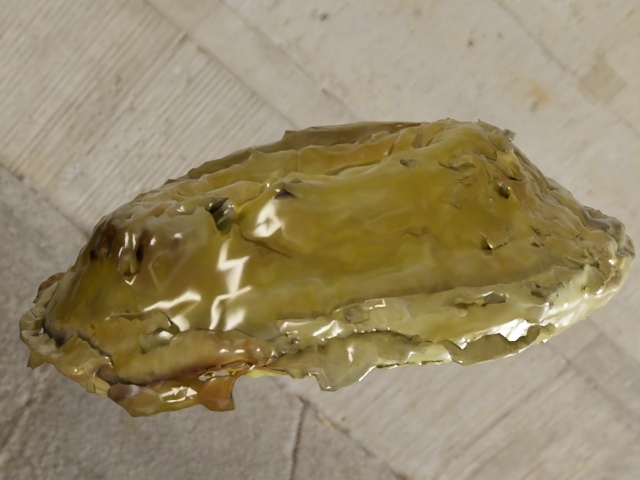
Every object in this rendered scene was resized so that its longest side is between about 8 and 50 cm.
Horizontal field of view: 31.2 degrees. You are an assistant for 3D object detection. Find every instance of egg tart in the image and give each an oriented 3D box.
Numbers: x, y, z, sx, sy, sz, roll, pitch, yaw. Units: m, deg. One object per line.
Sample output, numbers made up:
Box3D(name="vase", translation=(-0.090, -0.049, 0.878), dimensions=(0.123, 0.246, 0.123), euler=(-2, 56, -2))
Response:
Box3D(name="egg tart", translation=(0.000, 0.000, 0.507), dimensions=(0.279, 0.279, 0.095), euler=(-32, 114, -70))
